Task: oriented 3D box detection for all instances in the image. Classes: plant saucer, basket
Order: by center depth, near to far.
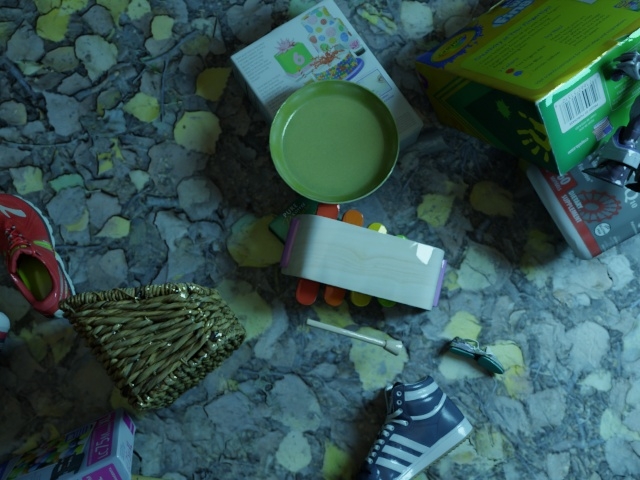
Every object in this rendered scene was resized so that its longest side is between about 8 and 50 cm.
[{"bbox_3d":[-0.270,0.140,1.256,0.213,0.299,0.223,-39,81,-9],"label":"basket"},{"bbox_3d":[0.025,-0.181,1.369,0.240,0.037,0.241,0,79,-1],"label":"plant saucer"}]

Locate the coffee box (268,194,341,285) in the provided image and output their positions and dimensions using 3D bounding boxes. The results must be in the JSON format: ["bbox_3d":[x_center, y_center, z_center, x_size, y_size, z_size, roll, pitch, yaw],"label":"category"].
[{"bbox_3d":[0.000,0.000,1.423,0.184,0.040,0.113,43,80,7],"label":"coffee box"}]

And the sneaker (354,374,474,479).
[{"bbox_3d":[0.122,0.356,1.317,0.282,0.099,0.153,-32,85,-14],"label":"sneaker"}]

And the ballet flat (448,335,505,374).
[{"bbox_3d":[0.299,0.211,1.385,0.114,0.041,0.041,25,79,4],"label":"ballet flat"}]

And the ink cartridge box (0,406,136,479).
[{"bbox_3d":[-0.472,0.410,1.254,0.311,0.186,0.065,-27,107,-5],"label":"ink cartridge box"}]

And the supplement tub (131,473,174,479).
[{"bbox_3d":[-0.298,0.481,1.262,0.199,0.144,0.144,8,78,1],"label":"supplement tub"}]

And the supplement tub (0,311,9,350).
[{"bbox_3d":[-0.681,0.235,1.286,0.191,0.191,0.272,15,78,2],"label":"supplement tub"}]

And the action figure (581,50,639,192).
[{"bbox_3d":[0.525,-0.218,1.149,0.185,0.099,0.285,16,102,-17],"label":"action figure"}]

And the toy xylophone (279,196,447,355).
[{"bbox_3d":[0.078,0.069,1.352,0.322,0.081,0.236,23,83,-10],"label":"toy xylophone"}]

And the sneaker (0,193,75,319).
[{"bbox_3d":[-0.548,0.018,1.371,0.107,0.118,0.279,-34,80,-8],"label":"sneaker"}]

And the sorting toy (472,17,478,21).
[{"bbox_3d":[0.354,-0.441,1.525,0.083,0.045,0.075,-22,72,-5],"label":"sorting toy"}]

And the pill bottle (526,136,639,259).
[{"bbox_3d":[0.577,-0.137,1.317,0.362,0.210,0.210,-32,79,17],"label":"pill bottle"}]

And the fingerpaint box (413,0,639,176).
[{"bbox_3d":[0.461,-0.348,1.340,0.444,0.371,0.163,-36,124,-8],"label":"fingerpaint box"}]

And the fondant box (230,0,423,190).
[{"bbox_3d":[0.010,-0.279,1.456,0.238,0.096,0.330,-33,81,-7],"label":"fondant box"}]
